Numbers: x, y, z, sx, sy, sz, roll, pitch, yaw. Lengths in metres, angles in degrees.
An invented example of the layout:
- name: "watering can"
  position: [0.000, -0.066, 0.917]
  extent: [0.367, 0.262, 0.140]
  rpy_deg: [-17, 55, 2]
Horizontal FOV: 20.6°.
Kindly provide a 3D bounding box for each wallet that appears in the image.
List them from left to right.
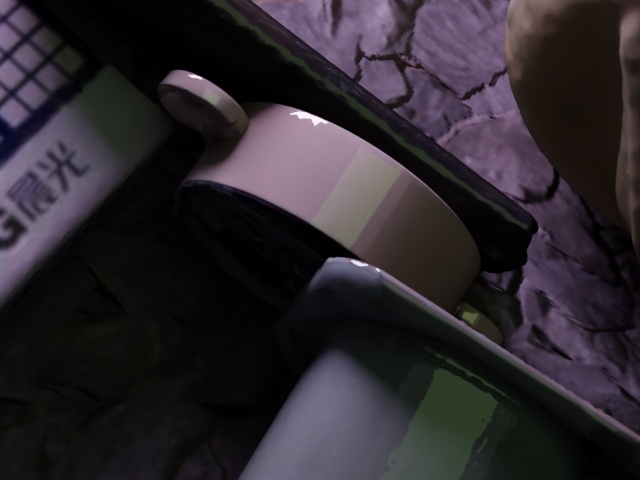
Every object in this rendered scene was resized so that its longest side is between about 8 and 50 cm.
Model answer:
- name: "wallet"
  position: [-0.032, -0.082, 0.922]
  extent: [0.321, 0.170, 0.044]
  rpy_deg: [37, 82, -2]

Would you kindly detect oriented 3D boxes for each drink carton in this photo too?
- name: "drink carton"
  position: [0.027, 0.149, 0.831]
  extent: [0.185, 0.191, 0.189]
  rpy_deg: [29, 69, -6]

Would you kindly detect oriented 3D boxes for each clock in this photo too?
- name: "clock"
  position: [0.000, 0.000, 0.890]
  extent: [0.229, 0.156, 0.063]
  rpy_deg: [42, 70, -21]

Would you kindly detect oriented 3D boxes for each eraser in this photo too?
- name: "eraser"
  position: [-0.210, 0.006, 0.851]
  extent: [0.130, 0.086, 0.287]
  rpy_deg: [40, 59, -1]

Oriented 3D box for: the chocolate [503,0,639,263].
- name: "chocolate"
  position: [0.246, -0.130, 0.966]
  extent: [0.326, 0.314, 0.297]
  rpy_deg: [44, 62, 2]
